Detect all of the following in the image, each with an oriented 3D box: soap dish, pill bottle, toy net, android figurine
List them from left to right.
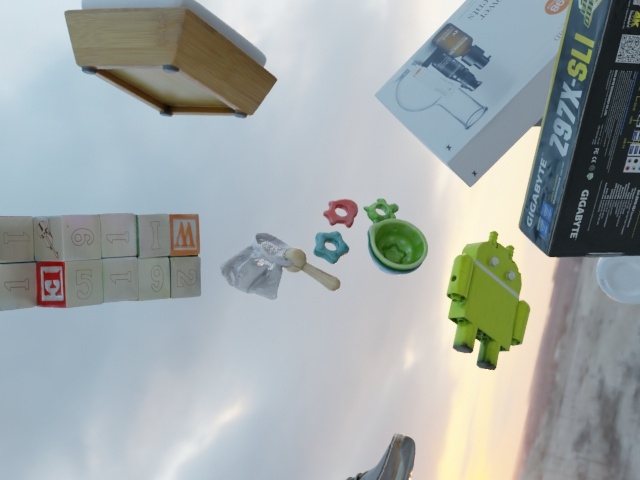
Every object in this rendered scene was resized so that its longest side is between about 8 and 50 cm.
[{"bbox_3d":[-0.237,-0.289,1.443,0.291,0.229,0.118,26,-108,-63],"label":"soap dish"},{"bbox_3d":[0.000,0.000,1.007,0.045,0.232,0.122,113,145,-55],"label":"toy net"},{"bbox_3d":[0.339,0.114,1.801,0.248,0.056,0.272,38,-121,-34],"label":"android figurine"},{"bbox_3d":[0.480,0.013,1.338,0.169,0.094,0.094,-46,-33,-46],"label":"pill bottle"}]

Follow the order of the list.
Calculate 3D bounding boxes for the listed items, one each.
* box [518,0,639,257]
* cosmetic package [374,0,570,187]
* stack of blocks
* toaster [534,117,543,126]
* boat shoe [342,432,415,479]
[{"bbox_3d":[0.365,-0.138,0.927,0.079,0.257,0.321,-121,33,-58],"label":"box"},{"bbox_3d":[0.312,-0.316,1.617,0.377,0.284,0.097,-46,-47,8],"label":"cosmetic package"},{"bbox_3d":[-0.280,0.019,0.861,0.297,0.171,0.087,-1,-90,-52],"label":"stack of blocks"},{"bbox_3d":[0.444,-0.313,1.814,0.168,0.186,0.110,-64,-30,-54],"label":"toaster"},{"bbox_3d":[0.077,0.482,1.613,0.324,0.117,0.123,-70,-12,18],"label":"boat shoe"}]
